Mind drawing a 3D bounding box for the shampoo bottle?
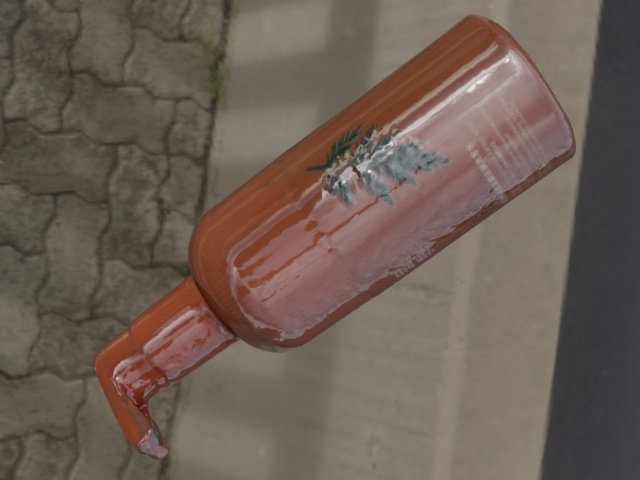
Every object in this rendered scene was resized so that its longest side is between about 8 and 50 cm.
[{"bbox_3d":[-0.001,-0.002,0.500,0.244,0.085,0.085,-38,121,4],"label":"shampoo bottle"}]
